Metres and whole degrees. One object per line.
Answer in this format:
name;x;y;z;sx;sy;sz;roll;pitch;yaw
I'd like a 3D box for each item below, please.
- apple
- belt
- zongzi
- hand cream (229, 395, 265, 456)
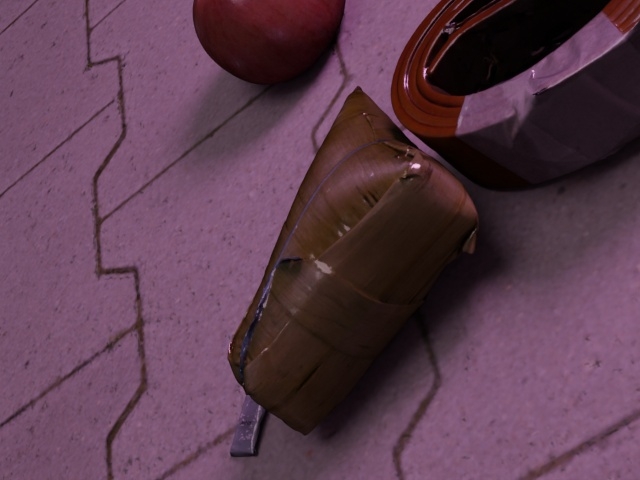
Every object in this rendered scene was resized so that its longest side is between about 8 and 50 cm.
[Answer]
apple;-0.055;-0.229;1.159;0.153;0.120;0.153;-27;46;31
belt;0.177;-0.144;0.868;0.261;0.105;0.184;-25;46;30
zongzi;0.000;0.000;0.943;0.228;0.115;0.256;-52;31;12
hand cream;-0.053;0.130;0.965;0.030;0.019;0.093;-5;60;45
